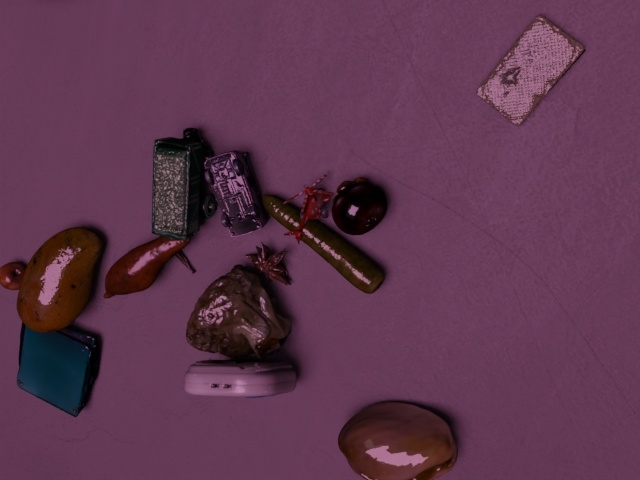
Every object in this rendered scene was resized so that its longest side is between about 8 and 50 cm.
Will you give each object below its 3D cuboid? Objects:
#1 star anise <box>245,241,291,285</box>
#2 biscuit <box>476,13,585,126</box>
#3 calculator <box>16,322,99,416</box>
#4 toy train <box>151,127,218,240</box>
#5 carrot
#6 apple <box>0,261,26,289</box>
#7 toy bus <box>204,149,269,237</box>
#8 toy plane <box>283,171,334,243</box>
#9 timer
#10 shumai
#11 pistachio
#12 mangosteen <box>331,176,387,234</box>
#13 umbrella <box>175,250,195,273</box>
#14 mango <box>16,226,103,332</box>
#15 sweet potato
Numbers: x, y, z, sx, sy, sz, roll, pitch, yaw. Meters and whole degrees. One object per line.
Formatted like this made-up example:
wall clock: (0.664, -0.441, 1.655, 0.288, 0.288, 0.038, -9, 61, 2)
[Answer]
star anise: (-0.135, 0.053, 1.713, 0.129, 0.056, 0.124, 13, 129, 28)
biscuit: (0.424, -0.345, 1.404, 0.121, 0.040, 0.199, 41, 115, 7)
calculator: (-0.773, 0.359, 2.029, 0.248, 0.058, 0.274, 20, 111, 15)
toy train: (-0.325, -0.136, 1.674, 0.115, 0.154, 0.269, 11, 108, 15)
carrot: (0.000, 0.000, 1.640, 0.358, 0.074, 0.074, 38, 114, 10)
apple: (-0.886, 0.103, 1.988, 0.084, 0.084, 0.071, 56, 141, -2)
toy bus: (-0.197, -0.117, 1.658, 0.096, 0.108, 0.198, -15, 101, 19)
toy plane: (-0.019, -0.064, 1.563, 0.126, 0.194, 0.077, -20, 123, 10)
timer: (-0.196, 0.339, 1.709, 0.237, 0.262, 0.087, -1, 82, 20)
shumai: (-0.191, 0.208, 1.704, 0.218, 0.189, 0.255, 30, 119, 11)
pistachio: (0.186, 0.494, 1.674, 0.288, 0.197, 0.166, -3, 147, 10)
mangosteen: (0.081, -0.083, 1.567, 0.140, 0.140, 0.140, 5, 107, 19)
umbrella: (-0.358, 0.055, 1.811, 0.020, 0.031, 0.083, -37, 93, -7)
mango: (-0.717, 0.106, 1.884, 0.177, 0.175, 0.329, 11, 116, -31)
sweet potato: (-0.480, 0.078, 1.809, 0.359, 0.112, 0.112, -33, 92, 36)
